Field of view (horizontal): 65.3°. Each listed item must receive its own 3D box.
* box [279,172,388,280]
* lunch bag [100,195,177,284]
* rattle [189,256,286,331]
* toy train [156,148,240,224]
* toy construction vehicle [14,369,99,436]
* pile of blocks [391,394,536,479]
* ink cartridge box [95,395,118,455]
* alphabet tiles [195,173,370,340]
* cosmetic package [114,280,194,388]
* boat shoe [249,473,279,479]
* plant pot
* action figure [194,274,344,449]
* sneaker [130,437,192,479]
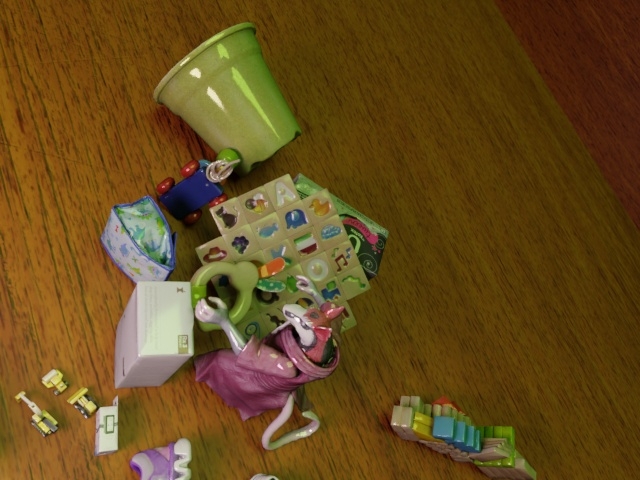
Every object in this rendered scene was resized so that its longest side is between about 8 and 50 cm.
[{"bbox_3d":[0.000,0.000,1.114,0.247,0.163,0.142,32,49,-13],"label":"box"},{"bbox_3d":[-0.324,0.016,0.920,0.096,0.129,0.151,-24,77,-39],"label":"lunch bag"},{"bbox_3d":[-0.180,0.091,0.958,0.199,0.142,0.130,-35,93,-36],"label":"rattle"},{"bbox_3d":[-0.207,-0.140,1.012,0.105,0.248,0.143,51,39,-20],"label":"toy train"},{"bbox_3d":[-0.412,0.255,0.785,0.098,0.035,0.086,48,49,0],"label":"toy construction vehicle"},{"bbox_3d":[0.322,0.411,1.093,0.362,0.149,0.113,28,52,-16],"label":"pile of blocks"},{"bbox_3d":[-0.342,0.295,0.798,0.028,0.048,0.083,6,60,-30],"label":"ink cartridge box"},{"bbox_3d":[-0.069,0.057,0.998,0.285,0.011,0.343,-26,100,-8],"label":"alphabet tiles"},{"bbox_3d":[-0.272,0.158,0.801,0.085,0.231,0.118,4,62,-27],"label":"cosmetic package"},{"bbox_3d":[-0.058,0.507,0.840,0.083,0.076,0.226,-25,79,-39],"label":"boat shoe"},{"bbox_3d":[-0.185,-0.292,1.126,0.254,0.276,0.276,54,48,-10],"label":"plant pot"},{"bbox_3d":[-0.068,0.209,0.813,0.248,0.370,0.276,-14,75,-36],"label":"action figure"},{"bbox_3d":[-0.255,0.426,0.758,0.104,0.095,0.237,8,55,-21],"label":"sneaker"}]
